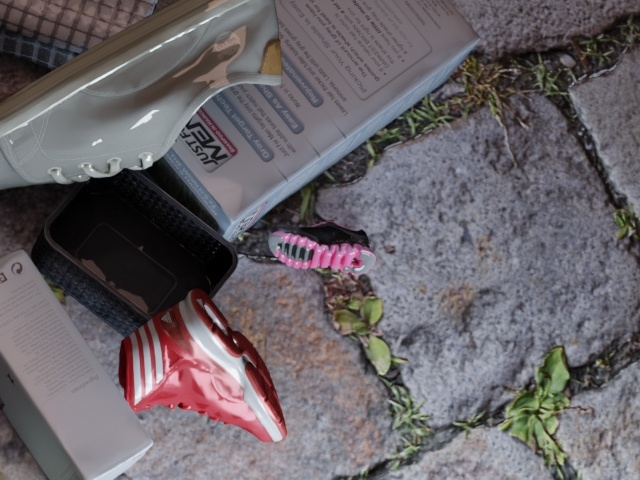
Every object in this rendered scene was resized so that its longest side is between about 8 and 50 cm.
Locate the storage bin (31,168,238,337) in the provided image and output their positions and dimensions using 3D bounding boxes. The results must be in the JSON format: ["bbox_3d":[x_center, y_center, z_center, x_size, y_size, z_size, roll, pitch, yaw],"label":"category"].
[{"bbox_3d":[-0.190,0.017,1.864,0.180,0.084,0.122,38,64,-3],"label":"storage bin"}]

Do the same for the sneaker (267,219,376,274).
[{"bbox_3d":[0.000,0.000,1.962,0.119,0.047,0.057,11,46,-15],"label":"sneaker"}]

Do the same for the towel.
[{"bbox_3d":[-0.270,-0.315,1.937,0.235,0.121,0.284,17,62,-4],"label":"towel"}]

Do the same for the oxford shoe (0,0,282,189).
[{"bbox_3d":[-0.228,-0.112,1.778,0.449,0.169,0.130,-27,99,7],"label":"oxford shoe"}]

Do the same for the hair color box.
[{"bbox_3d":[-0.028,-0.171,1.969,0.374,0.113,0.185,-37,85,-26],"label":"hair color box"}]

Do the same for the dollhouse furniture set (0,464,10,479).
[{"bbox_3d":[-0.326,0.287,1.666,0.101,0.182,0.161,-2,72,-19],"label":"dollhouse furniture set"}]

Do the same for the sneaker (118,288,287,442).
[{"bbox_3d":[-0.127,0.144,1.820,0.128,0.221,0.087,-26,40,7],"label":"sneaker"}]

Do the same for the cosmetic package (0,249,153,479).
[{"bbox_3d":[-0.268,0.135,1.778,0.085,0.117,0.231,-31,82,-25],"label":"cosmetic package"}]
